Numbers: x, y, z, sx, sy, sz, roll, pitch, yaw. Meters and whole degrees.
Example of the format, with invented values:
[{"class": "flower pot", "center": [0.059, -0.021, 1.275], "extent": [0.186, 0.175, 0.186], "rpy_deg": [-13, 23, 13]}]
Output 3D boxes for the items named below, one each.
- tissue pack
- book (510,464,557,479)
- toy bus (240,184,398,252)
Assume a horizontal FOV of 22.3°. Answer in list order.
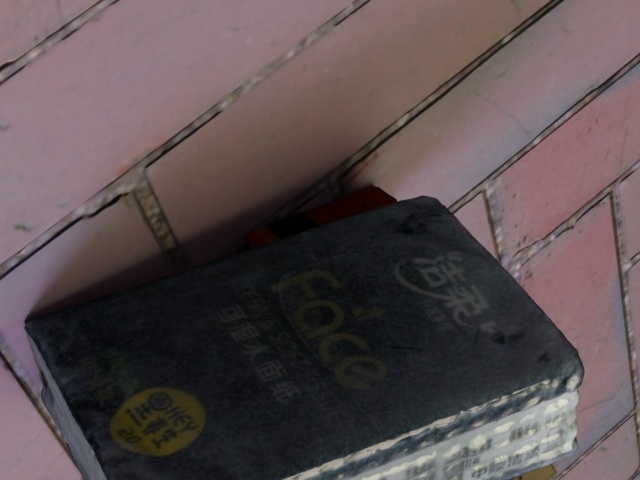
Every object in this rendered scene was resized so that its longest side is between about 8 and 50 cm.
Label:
[{"class": "tissue pack", "center": [-0.011, 0.081, 0.896], "extent": [0.257, 0.185, 0.081], "rpy_deg": [-18, 131, -19]}, {"class": "book", "center": [0.091, 0.233, 1.329], "extent": [0.231, 0.026, 0.161], "rpy_deg": [-43, 145, -7]}, {"class": "toy bus", "center": [0.000, 0.000, 1.008], "extent": [0.110, 0.031, 0.043], "rpy_deg": [-22, 135, -35]}]
